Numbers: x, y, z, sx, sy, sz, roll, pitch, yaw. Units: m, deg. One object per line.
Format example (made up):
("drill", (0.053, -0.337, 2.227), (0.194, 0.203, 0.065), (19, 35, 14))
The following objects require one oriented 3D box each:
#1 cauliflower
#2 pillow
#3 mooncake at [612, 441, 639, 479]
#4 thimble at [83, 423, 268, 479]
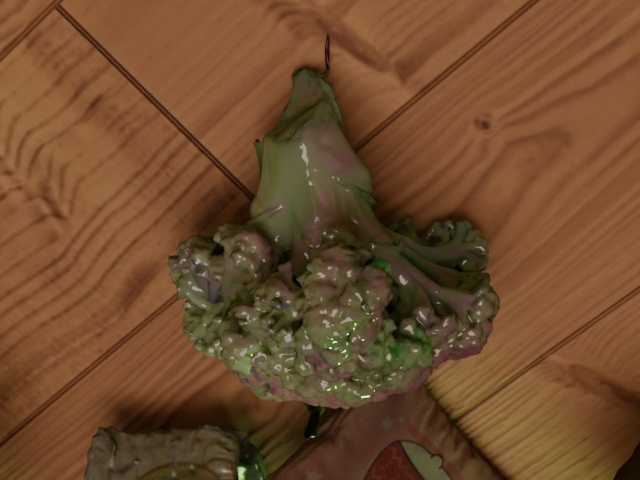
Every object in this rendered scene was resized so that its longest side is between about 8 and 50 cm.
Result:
("cauliflower", (0.000, 0.000, 1.150), (0.256, 0.239, 0.315), (-2, 101, 36))
("pillow", (0.058, 0.240, 1.277), (0.223, 0.084, 0.236), (-45, 114, -11))
("mooncake", (0.432, 0.312, 1.107), (0.467, 0.467, 0.262), (-3, 121, 9))
("thimble", (-0.124, 0.248, 1.308), (0.144, 0.137, 0.190), (-7, 101, 13))
